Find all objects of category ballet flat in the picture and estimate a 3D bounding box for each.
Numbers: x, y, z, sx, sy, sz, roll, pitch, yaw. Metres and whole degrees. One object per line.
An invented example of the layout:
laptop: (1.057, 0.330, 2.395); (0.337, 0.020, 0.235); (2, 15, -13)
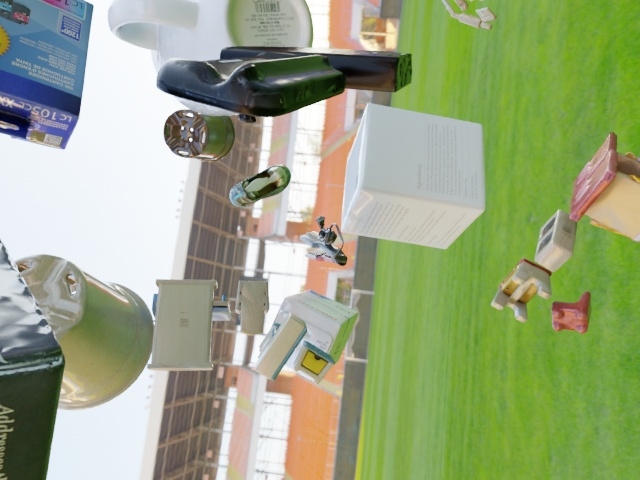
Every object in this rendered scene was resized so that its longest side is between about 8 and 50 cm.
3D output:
ballet flat: (-0.121, -0.131, 1.061); (0.188, 0.070, 0.070); (-40, -35, -39)

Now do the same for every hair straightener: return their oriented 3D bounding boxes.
hair straightener: (0.000, 0.000, 0.881); (0.230, 0.047, 0.089); (-155, 48, -76)

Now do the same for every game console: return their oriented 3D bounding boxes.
game console: (-0.036, -0.172, 0.481); (0.361, 0.213, 0.044); (-48, -36, -60)

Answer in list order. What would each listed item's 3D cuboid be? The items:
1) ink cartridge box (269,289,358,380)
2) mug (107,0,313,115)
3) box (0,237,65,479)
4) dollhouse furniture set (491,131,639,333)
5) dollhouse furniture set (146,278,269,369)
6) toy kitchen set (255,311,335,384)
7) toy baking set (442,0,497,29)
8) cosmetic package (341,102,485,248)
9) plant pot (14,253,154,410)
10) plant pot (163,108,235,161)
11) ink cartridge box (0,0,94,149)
ink cartridge box: (-0.021, 0.254, 1.301); (0.168, 0.171, 0.232); (-67, -16, 5)
mug: (-0.207, -0.394, 0.901); (0.328, 0.373, 0.277); (20, 108, 58)
box: (-0.516, 0.254, 0.357); (0.471, 0.297, 0.480); (2, -69, -44)
dollhouse furniture set: (0.515, 0.018, 0.872); (0.152, 0.201, 0.374); (-51, -14, -44)
dollhouse furniture set: (-0.280, 0.233, 1.176); (0.303, 0.286, 0.198); (116, 155, -68)
toy kitchen set: (-0.031, 0.234, 0.979); (0.122, 0.166, 0.207); (-57, 5, -1)
toy baking set: (0.464, -0.783, 1.516); (0.030, 0.256, 0.197); (-48, -38, -2)
cosmetic package: (0.298, -0.202, 1.566); (0.329, 0.393, 0.328); (111, 168, -66)
plant pot: (-0.591, 0.192, 1.066); (0.305, 0.333, 0.334); (93, -175, -62)
plant pot: (-0.339, -0.293, 1.277); (0.165, 0.166, 0.167); (-59, -25, -75)
ink cartridge box: (-0.646, -0.367, 0.973); (0.151, 0.269, 0.396); (-30, 58, 45)
